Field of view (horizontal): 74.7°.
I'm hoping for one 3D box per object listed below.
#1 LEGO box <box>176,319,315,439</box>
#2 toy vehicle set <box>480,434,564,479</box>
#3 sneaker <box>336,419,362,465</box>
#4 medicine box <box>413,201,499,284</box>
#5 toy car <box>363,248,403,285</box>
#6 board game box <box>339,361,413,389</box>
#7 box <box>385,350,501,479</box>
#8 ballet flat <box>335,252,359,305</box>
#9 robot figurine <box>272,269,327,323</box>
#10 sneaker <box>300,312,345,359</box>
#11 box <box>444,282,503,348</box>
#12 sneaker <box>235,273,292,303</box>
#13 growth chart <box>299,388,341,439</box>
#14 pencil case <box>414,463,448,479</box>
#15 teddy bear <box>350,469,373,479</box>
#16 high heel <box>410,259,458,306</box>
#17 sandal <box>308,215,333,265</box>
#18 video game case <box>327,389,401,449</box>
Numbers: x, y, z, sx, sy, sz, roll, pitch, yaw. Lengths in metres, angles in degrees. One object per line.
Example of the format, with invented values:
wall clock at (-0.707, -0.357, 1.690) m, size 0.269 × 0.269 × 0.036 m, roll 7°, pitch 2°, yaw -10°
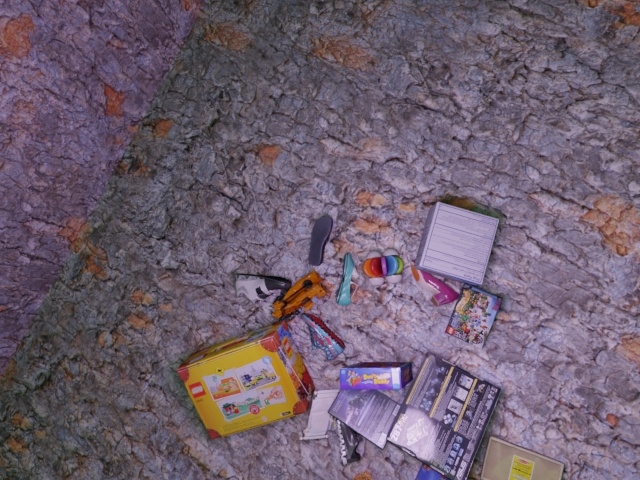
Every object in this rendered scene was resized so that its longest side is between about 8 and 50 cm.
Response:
LEGO box at (-0.333, 0.634, 1.909) m, size 0.500 × 0.193 × 0.372 m, roll -21°, pitch 97°, yaw 14°
toy vehicle set at (0.773, 0.887, 1.619) m, size 0.267 × 0.035 × 0.166 m, roll 15°, pitch 84°, yaw 21°
sneaker at (0.128, 0.849, 1.836) m, size 0.106 × 0.078 × 0.234 m, roll -8°, pitch 70°, yaw 4°
medicine box at (0.567, 0.016, 1.773) m, size 0.264 × 0.149 × 0.289 m, roll 17°, pitch 85°, yaw 3°
toy car at (0.281, 0.118, 1.896) m, size 0.182 × 0.136 × 0.159 m, roll -9°, pitch 76°, yaw 17°
board game box at (0.237, 0.546, 1.710) m, size 0.233 × 0.347 × 0.078 m, roll -6°, pitch 77°, yaw 18°
box at (0.486, 0.693, 1.666) m, size 0.318 × 0.097 × 0.395 m, roll 24°, pitch 69°, yaw 20°
ballet flat at (0.136, 0.186, 1.974) m, size 0.087 × 0.083 × 0.247 m, roll 12°, pitch 83°, yaw -3°
robot figurine at (-0.109, 0.283, 2.000) m, size 0.291 × 0.085 × 0.211 m, roll -39°, pitch 33°, yaw 11°
sneaker at (-0.015, 0.449, 1.951) m, size 0.262 × 0.104 × 0.125 m, roll 42°, pitch 96°, yaw 22°
box at (0.629, 0.310, 1.731) m, size 0.159 × 0.044 × 0.233 m, roll 22°, pitch 113°, yaw 22°
sneaker at (-0.284, 0.245, 2.084) m, size 0.331 × 0.122 × 0.146 m, roll 0°, pitch 86°, yaw 32°
growth chart at (0.012, 0.771, 1.859) m, size 0.021 × 0.172 × 0.237 m, roll 10°, pitch 83°, yaw 59°
pencil case at (0.429, 1.003, 1.673) m, size 0.119 × 0.133 × 0.306 m, roll 22°, pitch 85°, yaw 62°
teddy bear at (0.221, 1.122, 1.693) m, size 0.245 × 0.113 × 0.338 m, roll -44°, pitch 67°, yaw 52°
high heel at (0.500, 0.175, 1.855) m, size 0.117 × 0.082 × 0.244 m, roll -20°, pitch 54°, yaw -18°
sandal at (-0.001, 0.000, 2.072) m, size 0.097 × 0.054 × 0.254 m, roll 20°, pitch 96°, yaw 29°
video game case at (0.197, 0.736, 1.820) m, size 0.274 × 0.026 × 0.196 m, roll 26°, pitch 65°, yaw 23°
